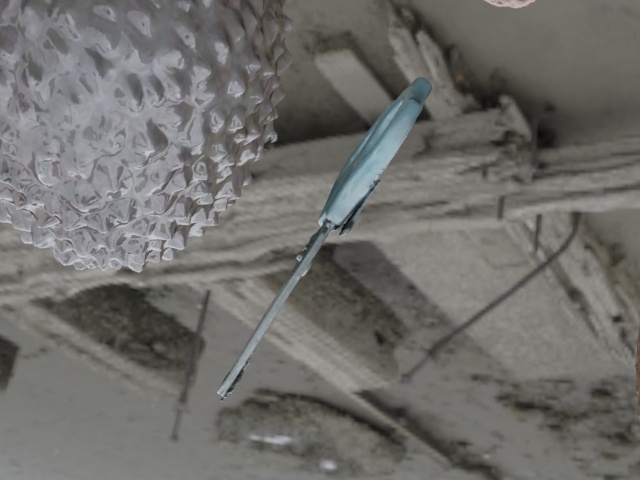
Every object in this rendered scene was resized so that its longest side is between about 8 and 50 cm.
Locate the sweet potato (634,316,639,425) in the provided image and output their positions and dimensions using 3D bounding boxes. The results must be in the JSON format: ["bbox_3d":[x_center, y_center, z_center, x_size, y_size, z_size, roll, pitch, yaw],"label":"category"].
[{"bbox_3d":[0.291,0.021,0.750,0.131,0.337,0.131,19,-177,-1],"label":"sweet potato"}]

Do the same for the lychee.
[{"bbox_3d":[-0.218,-0.178,1.099,0.380,0.380,0.432,3,120,11],"label":"lychee"}]

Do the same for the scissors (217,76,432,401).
[{"bbox_3d":[0.001,0.001,1.051,0.029,0.360,0.191,32,168,-7],"label":"scissors"}]

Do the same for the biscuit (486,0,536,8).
[{"bbox_3d":[0.215,-0.315,1.142,0.192,0.036,0.186,-1,153,42],"label":"biscuit"}]
